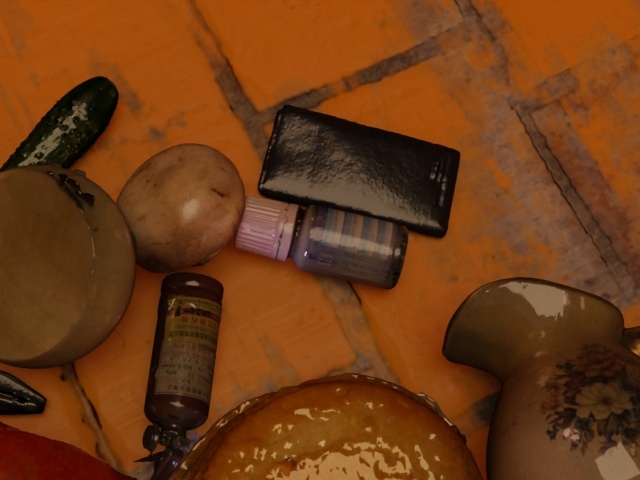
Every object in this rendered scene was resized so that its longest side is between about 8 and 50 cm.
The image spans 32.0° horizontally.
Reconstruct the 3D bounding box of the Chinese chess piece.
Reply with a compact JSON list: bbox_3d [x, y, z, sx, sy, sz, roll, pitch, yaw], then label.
[{"bbox_3d":[-0.312,0.028,1.245,0.238,0.092,0.237,-2,86,25],"label":"Chinese chess piece"}]

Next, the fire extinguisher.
[{"bbox_3d":[-0.162,0.170,1.277,0.075,0.106,0.252,10,64,-12],"label":"fire extinguisher"}]

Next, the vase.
[{"bbox_3d":[0.328,0.189,1.232,0.329,0.241,0.302,-11,54,-5],"label":"vase"}]

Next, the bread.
[{"bbox_3d":[0.025,0.312,1.193,0.358,0.204,0.337,-15,80,-13],"label":"bread"}]

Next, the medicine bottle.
[{"bbox_3d":[0.000,0.000,1.344,0.203,0.083,0.083,12,72,-4],"label":"medicine bottle"}]

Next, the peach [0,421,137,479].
[{"bbox_3d":[-0.370,0.331,1.121,0.306,0.242,0.380,41,73,11],"label":"peach"}]

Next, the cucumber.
[{"bbox_3d":[-0.327,-0.109,1.351,0.069,0.069,0.227,39,76,6],"label":"cucumber"}]

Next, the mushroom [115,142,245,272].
[{"bbox_3d":[-0.161,-0.036,1.309,0.166,0.127,0.166,-18,49,22],"label":"mushroom"}]

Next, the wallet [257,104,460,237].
[{"bbox_3d":[0.051,-0.087,1.407,0.244,0.025,0.124,14,72,-3],"label":"wallet"}]

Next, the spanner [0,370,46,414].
[{"bbox_3d":[-0.469,0.142,1.255,0.325,0.040,0.095,18,86,-9],"label":"spanner"}]
